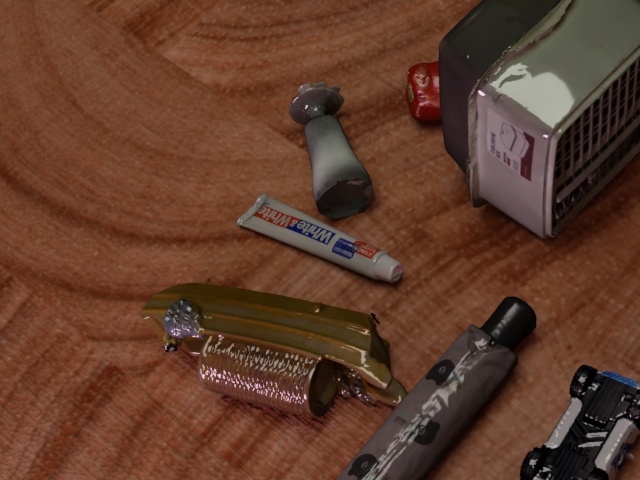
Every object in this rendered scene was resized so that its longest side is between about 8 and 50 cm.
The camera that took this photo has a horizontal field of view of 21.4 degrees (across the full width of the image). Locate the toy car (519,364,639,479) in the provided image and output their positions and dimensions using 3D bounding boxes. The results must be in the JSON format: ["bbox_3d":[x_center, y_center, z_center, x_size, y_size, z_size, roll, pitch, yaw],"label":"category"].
[{"bbox_3d":[0.255,0.205,1.626,0.080,0.070,0.171,21,64,29],"label":"toy car"}]

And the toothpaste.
[{"bbox_3d":[0.000,0.000,1.879,0.218,0.033,0.052,24,63,35],"label":"toothpaste"}]

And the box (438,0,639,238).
[{"bbox_3d":[0.236,-0.151,1.746,0.220,0.290,0.166,-43,69,-13],"label":"box"}]

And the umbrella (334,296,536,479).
[{"bbox_3d":[0.102,0.188,1.688,0.067,0.073,0.337,37,72,14],"label":"umbrella"}]

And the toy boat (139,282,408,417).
[{"bbox_3d":[-0.053,0.119,1.775,0.310,0.089,0.115,10,64,24],"label":"toy boat"}]

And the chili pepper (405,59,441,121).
[{"bbox_3d":[0.155,-0.179,1.926,0.123,0.073,0.070,-14,12,6],"label":"chili pepper"}]

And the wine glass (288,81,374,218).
[{"bbox_3d":[0.011,-0.104,1.918,0.072,0.072,0.155,-20,53,4],"label":"wine glass"}]
